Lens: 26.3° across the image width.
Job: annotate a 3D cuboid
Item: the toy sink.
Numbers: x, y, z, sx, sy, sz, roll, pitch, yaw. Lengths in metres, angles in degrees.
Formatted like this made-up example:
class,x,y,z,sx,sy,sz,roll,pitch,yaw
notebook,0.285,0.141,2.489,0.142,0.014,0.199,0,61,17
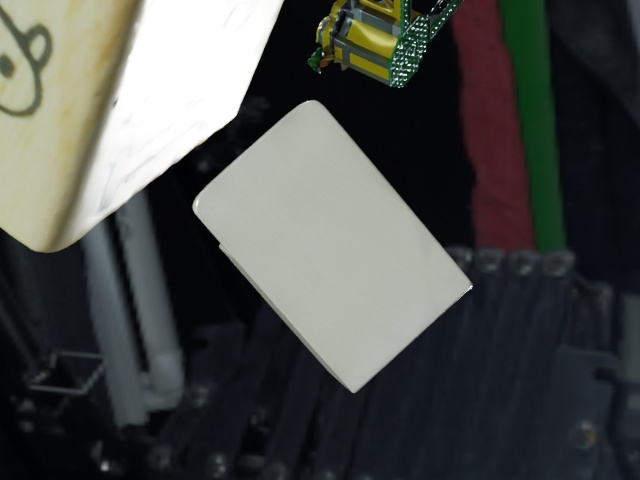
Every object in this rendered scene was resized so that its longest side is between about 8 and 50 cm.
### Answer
class,x,y,z,sx,sy,sz,roll,pitch,yaw
toy sink,0.000,0.000,1.289,0.153,0.131,0.234,-43,-78,-5

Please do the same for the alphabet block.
class,x,y,z,sx,sy,sz,roll,pitch,yaw
alphabet block,-0.131,-0.149,0.699,0.193,0.192,0.197,-42,-16,-47

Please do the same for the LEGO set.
class,x,y,z,sx,sy,sz,roll,pitch,yaw
LEGO set,0.048,-0.305,1.093,0.331,0.192,0.255,-55,-23,-19
